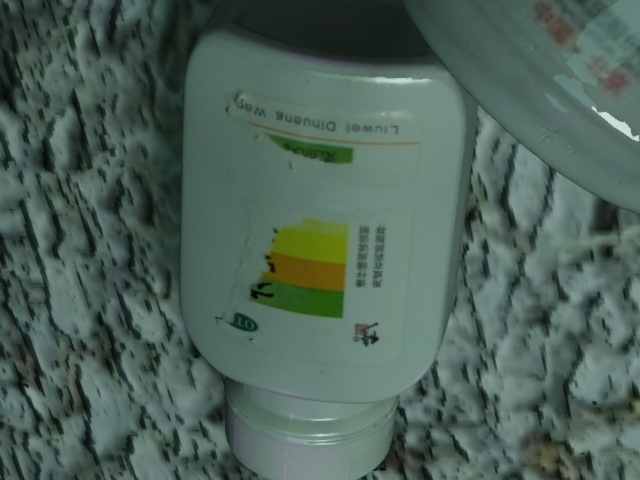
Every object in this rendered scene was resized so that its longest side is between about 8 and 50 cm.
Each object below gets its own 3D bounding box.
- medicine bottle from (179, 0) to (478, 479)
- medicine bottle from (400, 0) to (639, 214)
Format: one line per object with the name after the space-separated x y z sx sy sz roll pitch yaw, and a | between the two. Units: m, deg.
0.000 0.000 1.141 0.161 0.111 0.296 12 127 9 | medicine bottle
0.200 -0.183 0.870 0.245 0.245 0.306 39 119 -11 | medicine bottle
